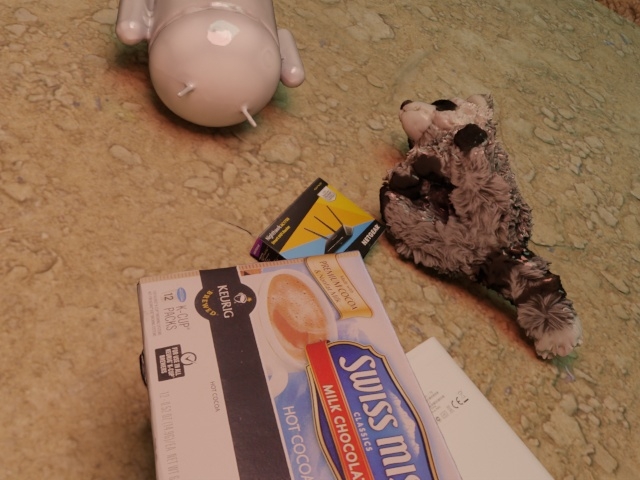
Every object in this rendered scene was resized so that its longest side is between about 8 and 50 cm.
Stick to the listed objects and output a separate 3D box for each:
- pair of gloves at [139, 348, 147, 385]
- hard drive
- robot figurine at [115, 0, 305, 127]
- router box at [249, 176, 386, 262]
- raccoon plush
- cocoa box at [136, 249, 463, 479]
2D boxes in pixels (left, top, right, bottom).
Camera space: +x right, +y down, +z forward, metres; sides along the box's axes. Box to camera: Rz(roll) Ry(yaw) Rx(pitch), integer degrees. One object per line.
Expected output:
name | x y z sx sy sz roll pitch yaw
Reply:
pair of gloves | -0.172 0.153 0.878 0.083 0.010 0.074 -6 58 -30
hard drive | 0.177 0.285 0.934 0.203 0.040 0.307 -23 67 -40
robot figurine | -0.166 -0.320 1.152 0.300 0.199 0.353 9 49 -21
router box | 0.000 0.000 1.079 0.133 0.046 0.179 37 45 4
raccoon plush | 0.265 -0.041 1.222 0.446 0.216 0.299 61 30 -11
cocoa box | -0.028 0.210 0.666 0.228 0.231 0.347 -8 40 -12
